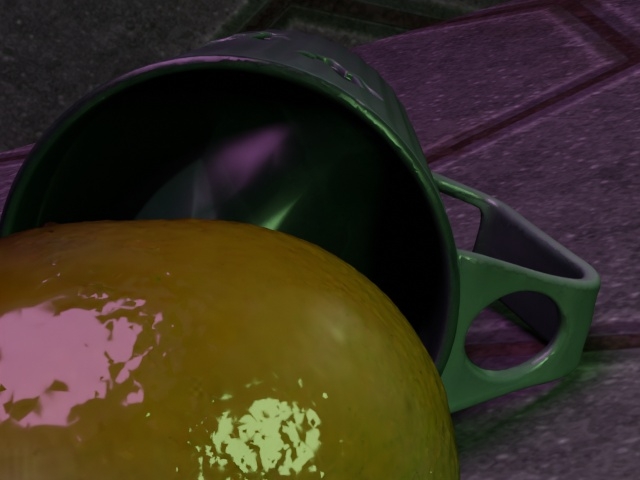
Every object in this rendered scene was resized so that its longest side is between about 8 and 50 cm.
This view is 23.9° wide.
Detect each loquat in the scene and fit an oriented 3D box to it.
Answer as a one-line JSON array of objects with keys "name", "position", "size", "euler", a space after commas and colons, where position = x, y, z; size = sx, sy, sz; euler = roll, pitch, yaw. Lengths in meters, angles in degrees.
[{"name": "loquat", "position": [-0.088, 0.160, 0.740], "size": [0.328, 0.359, 0.328], "euler": [-10, -26, -5]}]

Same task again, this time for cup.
[{"name": "cup", "position": [-0.018, 0.016, 1.171], "size": [0.310, 0.401, 0.392], "euler": [-48, 7, 14]}]
